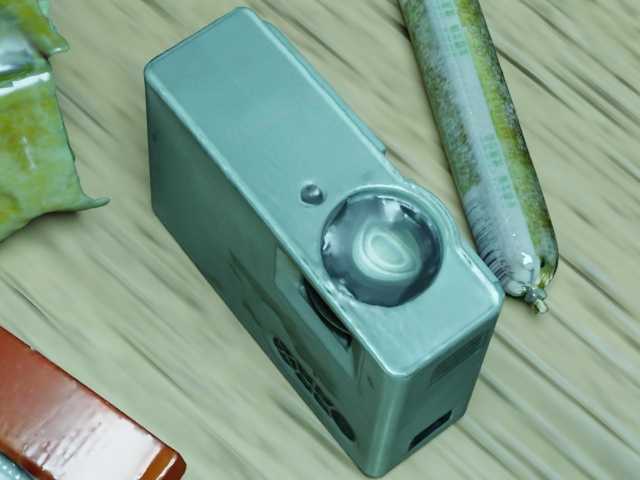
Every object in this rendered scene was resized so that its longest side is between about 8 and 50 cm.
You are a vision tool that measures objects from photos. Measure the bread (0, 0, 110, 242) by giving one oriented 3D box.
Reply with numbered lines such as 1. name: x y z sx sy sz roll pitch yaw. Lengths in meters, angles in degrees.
1. bread: -0.220 -0.021 0.731 0.269 0.098 0.087 -18 29 -11

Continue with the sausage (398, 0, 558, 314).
1. sausage: 0.051 -0.090 0.806 0.033 0.033 0.269 -12 67 -8

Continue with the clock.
1. clock: -0.137 0.111 0.691 0.113 0.061 0.155 34 72 12

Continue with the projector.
1. projector: 0.000 0.000 0.716 0.061 0.115 0.147 -35 72 -16
